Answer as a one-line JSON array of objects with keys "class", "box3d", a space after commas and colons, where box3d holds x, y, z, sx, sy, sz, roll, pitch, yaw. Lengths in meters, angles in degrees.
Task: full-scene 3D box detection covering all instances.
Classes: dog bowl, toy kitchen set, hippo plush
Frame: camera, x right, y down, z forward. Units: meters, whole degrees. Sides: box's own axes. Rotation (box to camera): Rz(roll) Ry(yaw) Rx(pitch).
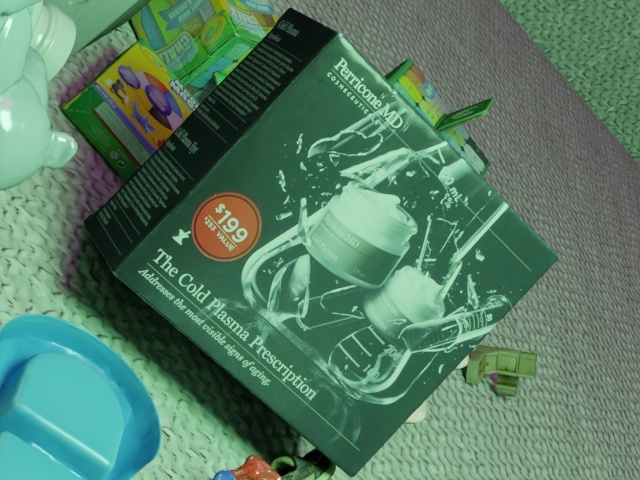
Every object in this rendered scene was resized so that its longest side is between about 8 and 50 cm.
[{"class": "dog bowl", "box3d": [-0.224, 0.183, 1.255, 0.166, 0.074, 0.297, 37, 26, -17]}, {"class": "toy kitchen set", "box3d": [0.249, 0.192, 2.192, 0.075, 0.083, 0.068, -37, 132, -67]}, {"class": "hippo plush", "box3d": [-0.280, -0.166, 1.393, 0.294, 0.234, 0.236, -114, -174, -51]}]

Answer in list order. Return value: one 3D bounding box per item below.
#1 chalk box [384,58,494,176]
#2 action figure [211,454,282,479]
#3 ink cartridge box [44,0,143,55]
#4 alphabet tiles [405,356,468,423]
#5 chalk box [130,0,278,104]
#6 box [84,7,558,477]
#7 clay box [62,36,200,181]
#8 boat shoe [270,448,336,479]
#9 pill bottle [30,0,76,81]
[{"class": "chalk box", "box3d": [0.088, -0.101, 1.991, 0.179, 0.289, 0.180, 51, 20, -4]}, {"class": "action figure", "box3d": [-0.098, 0.279, 1.358, 0.139, 0.091, 0.280, 50, 21, 13]}, {"class": "ink cartridge box", "box3d": [-0.255, -0.316, 1.842, 0.127, 0.128, 0.176, 50, 23, -8]}, {"class": "alphabet tiles", "box3d": [0.052, 0.065, 1.823, 0.284, 0.021, 0.278, 10, 73, -30]}, {"class": "chalk box", "box3d": [-0.132, -0.249, 1.981, 0.132, 0.132, 0.213, 12, 47, -57]}, {"class": "box", "box3d": [0.000, 0.000, 1.604, 0.343, 0.312, 0.179, 43, 0, -24]}, {"class": "clay box", "box3d": [-0.201, -0.150, 1.812, 0.127, 0.053, 0.222, 50, 24, -11]}, {"class": "boat shoe", "box3d": [-0.028, 0.238, 1.599, 0.049, 0.056, 0.152, 58, 23, -4]}, {"class": "pill bottle", "box3d": [-0.351, -0.239, 1.556, 0.221, 0.124, 0.124, 35, 29, -40]}]
